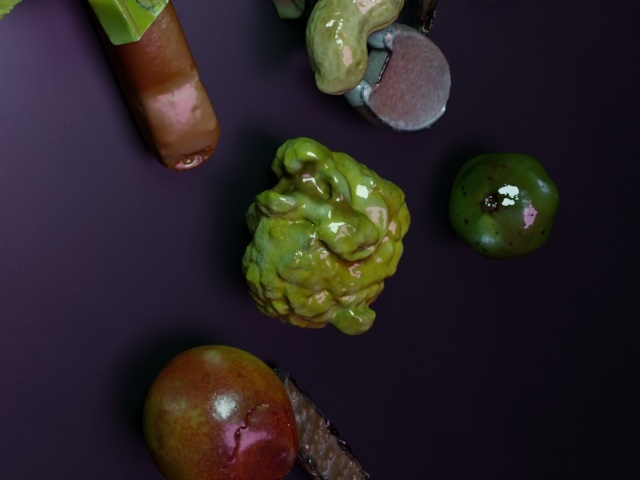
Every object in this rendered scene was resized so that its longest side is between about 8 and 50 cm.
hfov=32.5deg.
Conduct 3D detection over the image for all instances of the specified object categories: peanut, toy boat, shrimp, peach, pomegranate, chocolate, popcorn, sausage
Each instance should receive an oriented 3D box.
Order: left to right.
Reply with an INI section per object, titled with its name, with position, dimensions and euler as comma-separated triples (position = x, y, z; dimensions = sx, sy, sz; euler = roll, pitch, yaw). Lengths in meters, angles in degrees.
[sausage]
position = -0.219, -0.242, 1.381
dimensions = 0.097, 0.094, 0.348
euler = -28, 125, -12
[peach]
position = -0.141, 0.263, 1.556
dimensions = 0.231, 0.231, 0.231
euler = -15, 116, -34
[chocolate]
position = -0.017, 0.331, 1.787
dimensions = 0.329, 0.065, 0.102
euler = 56, 38, -37
[popcorn]
position = 0.000, 0.000, 1.566
dimensions = 0.242, 0.235, 0.250
euler = 20, 74, -19
[peanut]
position = 0.047, -0.307, 1.487
dimensions = 0.229, 0.103, 0.098
euler = -60, 166, -5
[toy boat]
position = 0.106, -0.240, 1.634
dimensions = 0.227, 0.085, 0.155
euler = 17, 94, -52
[shrimp]
position = 0.169, -0.369, 1.664
dimensions = 0.091, 0.034, 0.161
euler = -46, 154, -48
[pomegranate]
position = 0.315, -0.060, 1.847
dimensions = 0.225, 0.187, 0.187
euler = -12, 118, -66

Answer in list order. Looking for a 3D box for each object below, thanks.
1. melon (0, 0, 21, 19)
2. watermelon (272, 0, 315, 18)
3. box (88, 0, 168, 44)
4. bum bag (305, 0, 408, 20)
[melon]
position = -0.412, -0.266, 1.185
dimensions = 0.323, 0.124, 0.196
euler = -49, 150, 16
[watermelon]
position = -0.022, -0.383, 1.452
dimensions = 0.137, 0.145, 0.193
euler = 0, 107, -35
[box]
position = -0.201, -0.382, 1.268
dimensions = 0.173, 0.043, 0.311
euler = 64, 33, -34
[bum bag]
position = 0.073, -0.360, 1.592
dimensions = 0.248, 0.060, 0.123
euler = -45, 135, -19
